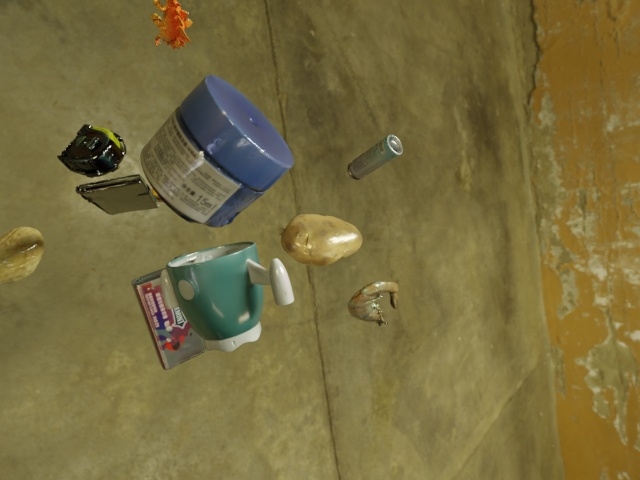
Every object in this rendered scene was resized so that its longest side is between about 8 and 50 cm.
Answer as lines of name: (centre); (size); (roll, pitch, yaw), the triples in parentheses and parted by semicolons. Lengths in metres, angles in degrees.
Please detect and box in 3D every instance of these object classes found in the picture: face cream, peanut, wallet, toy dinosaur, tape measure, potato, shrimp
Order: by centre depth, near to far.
face cream: (-0.219, -0.181, 0.874); (0.249, 0.225, 0.249); (46, 18, -20)
shrimp: (0.161, 0.168, 1.136); (0.145, 0.059, 0.254); (-47, 142, 10)
potato: (-0.001, -0.004, 1.163); (0.235, 0.128, 0.161); (-20, 69, -30)
toy dinosaur: (-0.445, -0.638, 1.229); (0.117, 0.288, 0.070); (38, 63, -15)
wallet: (-0.596, -0.133, 1.233); (0.169, 0.317, 0.044); (-13, 86, -14)
peanut: (-1.042, 0.078, 1.336); (0.291, 0.143, 0.159); (-49, 130, -46)
face cream: (0.172, -0.273, 1.397); (0.075, 0.229, 0.075); (16, 62, -34)
tape measure: (-0.785, -0.315, 1.428); (0.112, 0.186, 0.199); (73, 35, -60)

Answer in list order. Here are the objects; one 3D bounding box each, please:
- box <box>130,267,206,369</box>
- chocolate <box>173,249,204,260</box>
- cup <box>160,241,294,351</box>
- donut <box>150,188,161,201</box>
box: (-0.354, 0.181, 0.971); (0.120, 0.069, 0.224); (-24, 110, -32)
chocolate: (-0.549, 0.084, 1.764); (0.167, 0.072, 0.072); (-12, 97, -8)
cup: (-0.178, 0.104, 0.753); (0.167, 0.300, 0.173); (-29, 109, -59)
donut: (-0.651, -0.184, 1.654); (0.097, 0.108, 0.043); (-1, 84, -16)
